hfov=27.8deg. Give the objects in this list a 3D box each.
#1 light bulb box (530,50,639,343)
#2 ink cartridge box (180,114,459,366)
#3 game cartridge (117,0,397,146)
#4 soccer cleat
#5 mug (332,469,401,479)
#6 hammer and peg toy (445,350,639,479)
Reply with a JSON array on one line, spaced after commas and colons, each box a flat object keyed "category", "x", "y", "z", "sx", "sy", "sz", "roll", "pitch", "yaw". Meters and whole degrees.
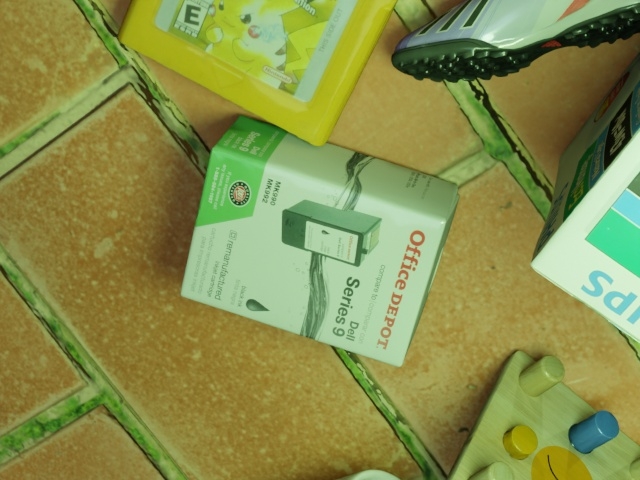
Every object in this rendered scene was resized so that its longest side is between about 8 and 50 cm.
[{"category": "light bulb box", "x": 0.413, "y": -0.105, "z": 1.282, "sx": 0.225, "sy": 0.358, "sz": 0.361, "roll": 35, "pitch": 115, "yaw": 0}, {"category": "ink cartridge box", "x": 0.000, "y": 0.000, "z": 1.561, "sx": 0.289, "sy": 0.121, "sz": 0.211, "roll": 17, "pitch": 116, "yaw": 6}, {"category": "game cartridge", "x": -0.053, "y": -0.309, "z": 1.484, "sx": 0.285, "sy": 0.053, "sz": 0.324, "roll": 28, "pitch": 117, "yaw": 1}, {"category": "soccer cleat", "x": 0.223, "y": -0.257, "z": 1.421, "sx": 0.318, "sy": 0.108, "sz": 0.117, "roll": -13, "pitch": 77, "yaw": 29}, {"category": "mug", "x": 0.003, "y": 0.502, "z": 1.717, "sx": 0.328, "sy": 0.276, "sz": 0.374, "roll": -25, "pitch": 135, "yaw": 28}, {"category": "hammer and peg toy", "x": 0.328, "y": 0.323, "z": 1.556, "sx": 0.361, "sy": 0.266, "sz": 0.127, "roll": 38, "pitch": 138, "yaw": -4}]
